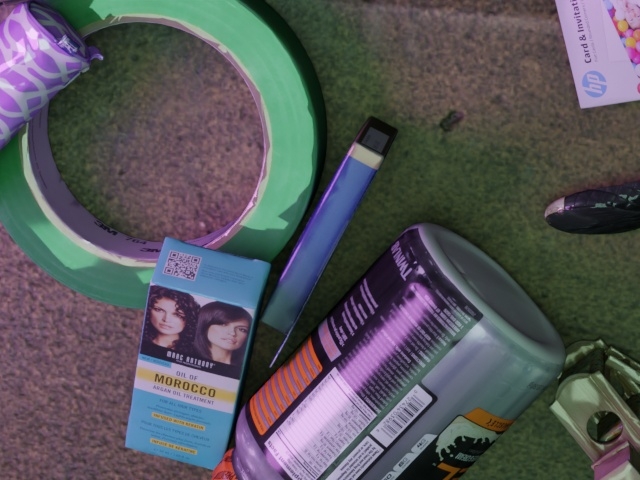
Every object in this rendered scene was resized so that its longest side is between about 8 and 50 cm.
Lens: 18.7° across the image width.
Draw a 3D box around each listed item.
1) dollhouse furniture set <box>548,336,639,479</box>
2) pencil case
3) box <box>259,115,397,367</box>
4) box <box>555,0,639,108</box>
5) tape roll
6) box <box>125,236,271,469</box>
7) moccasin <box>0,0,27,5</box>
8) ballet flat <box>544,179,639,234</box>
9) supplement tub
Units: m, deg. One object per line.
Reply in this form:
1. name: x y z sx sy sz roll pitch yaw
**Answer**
1. dollhouse furniture set: 0.293 0.128 1.752 0.161 0.182 0.101 -38 95 15
2. pencil case: -0.292 -0.126 1.752 0.206 0.086 0.088 -43 127 16
3. box: 0.000 0.000 1.787 0.036 0.136 0.225 27 105 0
4. box: 0.299 -0.200 1.709 0.186 0.038 0.145 -5 104 39
5. tape roll: -0.156 -0.098 1.818 0.321 0.077 0.321 2 103 8
6. box: -0.116 0.110 1.808 0.100 0.060 0.244 14 136 1
7. moccasin: -0.379 -0.304 1.744 0.380 0.139 0.147 18 129 22
8. ballet flat: 0.291 -0.041 1.791 0.173 0.057 0.049 -12 60 10
9. supplement tub: 0.056 0.154 1.787 0.193 0.193 0.316 42 106 -3
